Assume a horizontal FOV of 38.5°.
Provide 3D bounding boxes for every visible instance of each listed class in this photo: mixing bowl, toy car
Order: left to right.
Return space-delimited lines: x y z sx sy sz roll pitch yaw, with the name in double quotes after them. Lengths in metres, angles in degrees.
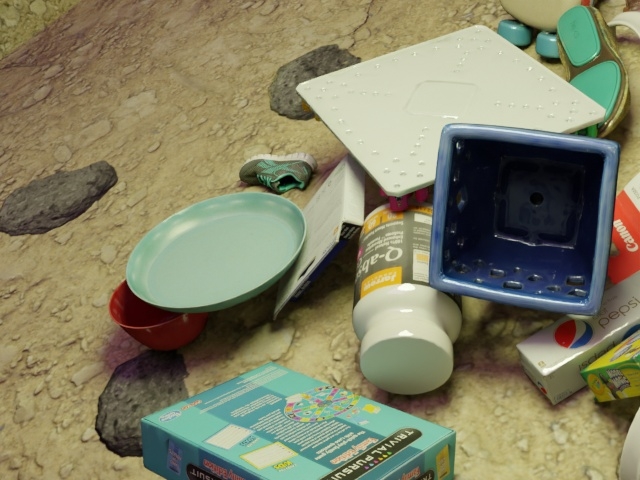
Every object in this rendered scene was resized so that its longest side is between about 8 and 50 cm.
-0.262 0.124 1.584 0.182 0.098 0.181 -12 35 8 "mixing bowl"
0.505 -0.502 1.853 0.238 0.219 0.210 -13 30 -32 "toy car"

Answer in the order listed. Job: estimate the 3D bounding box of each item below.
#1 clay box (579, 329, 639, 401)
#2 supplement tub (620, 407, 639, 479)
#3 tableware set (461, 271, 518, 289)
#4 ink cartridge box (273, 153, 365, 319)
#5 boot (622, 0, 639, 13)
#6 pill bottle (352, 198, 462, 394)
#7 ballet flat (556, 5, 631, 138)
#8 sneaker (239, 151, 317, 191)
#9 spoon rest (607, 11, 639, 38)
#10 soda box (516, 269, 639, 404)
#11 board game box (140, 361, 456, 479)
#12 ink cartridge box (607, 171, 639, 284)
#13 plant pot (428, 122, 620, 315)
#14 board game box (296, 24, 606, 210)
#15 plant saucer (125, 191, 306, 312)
0.407 0.142 1.136 0.127 0.222 0.053 -32 81 -10 "clay box"
0.499 0.264 0.912 0.241 0.241 0.331 -40 41 -17 "supplement tub"
0.295 0.018 1.476 0.141 0.020 0.168 1 45 29 "tableware set"
0.000 0.000 1.536 0.223 0.045 0.224 -50 21 39 "ink cartridge box"
0.665 -0.479 1.824 0.114 0.037 0.106 -4 56 29 "boot"
0.131 0.081 1.380 0.162 0.162 0.278 -12 40 17 "pill bottle"
0.495 -0.282 1.631 0.123 0.123 0.348 -12 47 17 "ballet flat"
-0.091 -0.129 1.819 0.167 0.065 0.076 -7 46 24 "sneaker"
0.624 -0.361 1.677 0.137 0.084 0.276 -40 40 -18 "spoon rest"
0.383 0.131 1.262 0.216 0.069 0.074 -30 38 -6 "soda box"
-0.032 0.279 1.218 0.336 0.079 0.254 15 22 39 "board game box"
0.517 -0.043 1.401 0.225 0.056 0.181 -20 39 5 "ink cartridge box"
0.296 -0.045 1.286 0.236 0.235 0.212 9 14 21 "plant pot"
0.207 -0.221 1.559 0.390 0.050 0.390 -20 40 -14 "board game box"
-0.174 0.024 1.564 0.318 0.043 0.317 -11 35 7 "plant saucer"
